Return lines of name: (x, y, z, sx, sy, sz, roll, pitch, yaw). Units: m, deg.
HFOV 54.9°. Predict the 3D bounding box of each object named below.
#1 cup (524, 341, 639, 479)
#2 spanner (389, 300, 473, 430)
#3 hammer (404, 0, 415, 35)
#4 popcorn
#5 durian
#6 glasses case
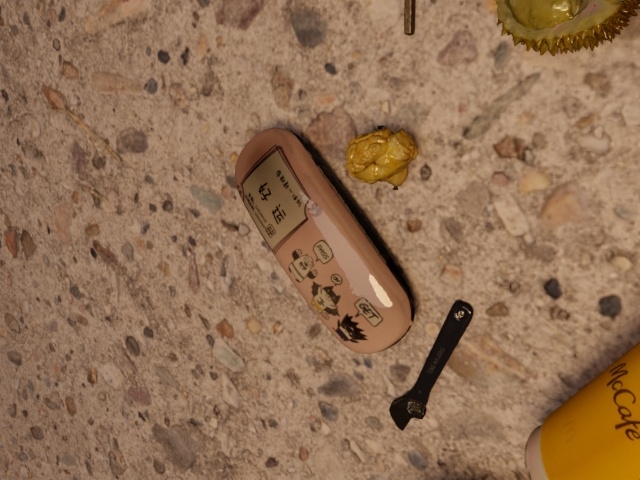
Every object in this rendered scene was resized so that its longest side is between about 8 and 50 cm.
cup: (0.318, 0.162, 0.530, 0.196, 0.196, 0.279, 50, 134, 14)
spanner: (0.135, 0.159, 0.762, 0.046, 0.012, 0.208, 34, 120, 25)
hammer: (0.092, -0.365, 0.635, 0.058, 0.029, 0.292, 11, 112, 35)
popcorn: (0.069, -0.105, 0.702, 0.084, 0.084, 0.084, 11, 109, 33)
durian: (0.227, -0.251, 0.534, 0.146, 0.102, 0.208, 7, 83, 52)
glasses case: (0.000, 0.000, 0.773, 0.122, 0.075, 0.314, -40, 79, 34)
